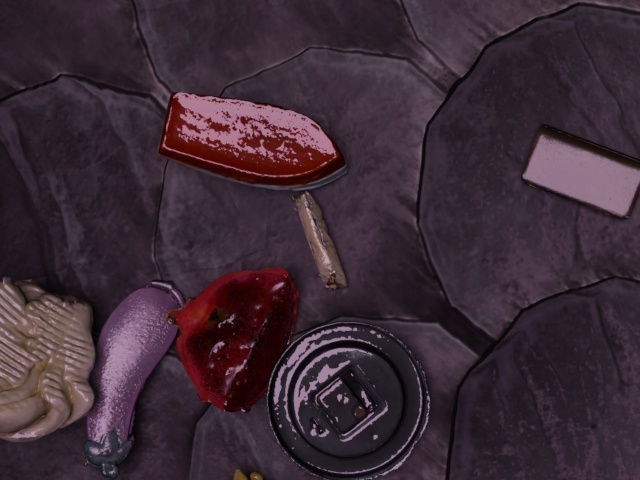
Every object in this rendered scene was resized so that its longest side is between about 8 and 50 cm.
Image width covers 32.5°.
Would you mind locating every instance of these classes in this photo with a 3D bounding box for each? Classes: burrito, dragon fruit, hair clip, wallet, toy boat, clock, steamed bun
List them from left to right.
[{"bbox_3d":[-0.539,0.217,1.911,0.268,0.207,0.280,4,63,-24],"label":"steamed bun"},{"bbox_3d":[-0.345,0.237,1.949,0.110,0.095,0.359,14,86,31],"label":"hair clip"},{"bbox_3d":[-0.162,0.160,1.910,0.211,0.134,0.262,23,75,20],"label":"dragon fruit"},{"bbox_3d":[-0.111,-0.165,1.916,0.332,0.133,0.145,12,84,-2],"label":"toy boat"},{"bbox_3d":[0.000,0.000,1.929,0.045,0.041,0.185,-24,83,49],"label":"burrito"},{"bbox_3d":[0.047,0.273,1.878,0.280,0.055,0.281,0,93,-1],"label":"clock"},{"bbox_3d":[0.450,-0.115,1.870,0.198,0.031,0.110,21,91,8],"label":"wallet"}]

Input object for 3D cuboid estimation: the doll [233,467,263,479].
[{"bbox_3d":[-0.198,0.511,1.911,0.291,0.086,0.117,-43,78,7],"label":"doll"}]
